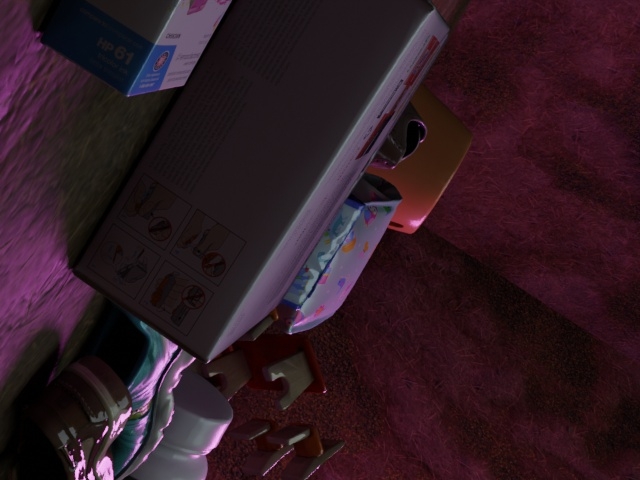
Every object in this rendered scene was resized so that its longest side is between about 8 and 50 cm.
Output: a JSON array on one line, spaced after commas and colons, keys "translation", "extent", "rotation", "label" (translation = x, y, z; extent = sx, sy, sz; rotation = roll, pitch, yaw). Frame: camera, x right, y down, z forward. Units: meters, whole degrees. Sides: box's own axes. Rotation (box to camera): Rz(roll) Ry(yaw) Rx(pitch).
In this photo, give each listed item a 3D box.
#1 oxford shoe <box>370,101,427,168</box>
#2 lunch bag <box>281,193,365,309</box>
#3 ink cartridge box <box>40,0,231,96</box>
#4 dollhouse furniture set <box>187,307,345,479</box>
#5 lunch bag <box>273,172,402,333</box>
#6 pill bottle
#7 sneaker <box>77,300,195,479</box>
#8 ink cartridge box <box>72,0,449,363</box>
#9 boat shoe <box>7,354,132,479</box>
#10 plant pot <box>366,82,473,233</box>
[{"translation": [0.075, -0.161, 1.584], "extent": [0.130, 0.133, 0.363], "rotation": [-53, -179, 19], "label": "oxford shoe"}, {"translation": [-0.050, -0.023, 1.114], "extent": [0.129, 0.151, 0.096], "rotation": [-58, 177, 16], "label": "lunch bag"}, {"translation": [-0.069, -0.135, 0.543], "extent": [0.122, 0.052, 0.088], "rotation": [-59, 177, 15], "label": "ink cartridge box"}, {"translation": [-0.095, 0.163, 1.527], "extent": [0.259, 0.262, 0.135], "rotation": [-3, -160, 45], "label": "dollhouse furniture set"}, {"translation": [0.000, 0.000, 1.667], "extent": [0.223, 0.160, 0.262], "rotation": [-64, 159, 14], "label": "lunch bag"}, {"translation": [-0.230, 0.277, 1.292], "extent": [0.283, 0.161, 0.161], "rotation": [-58, 177, 9], "label": "pill bottle"}, {"translation": [-0.203, 0.136, 1.115], "extent": [0.110, 0.107, 0.275], "rotation": [-20, 143, -52], "label": "sneaker"}, {"translation": [-0.031, -0.082, 0.943], "extent": [0.309, 0.130, 0.272], "rotation": [-57, 175, 10], "label": "ink cartridge box"}, {"translation": [-0.245, 0.199, 1.038], "extent": [0.095, 0.095, 0.257], "rotation": [-37, 159, -37], "label": "boat shoe"}, {"translation": [0.119, -0.146, 1.918], "extent": [0.291, 0.203, 0.291], "rotation": [-59, 180, 1], "label": "plant pot"}]
